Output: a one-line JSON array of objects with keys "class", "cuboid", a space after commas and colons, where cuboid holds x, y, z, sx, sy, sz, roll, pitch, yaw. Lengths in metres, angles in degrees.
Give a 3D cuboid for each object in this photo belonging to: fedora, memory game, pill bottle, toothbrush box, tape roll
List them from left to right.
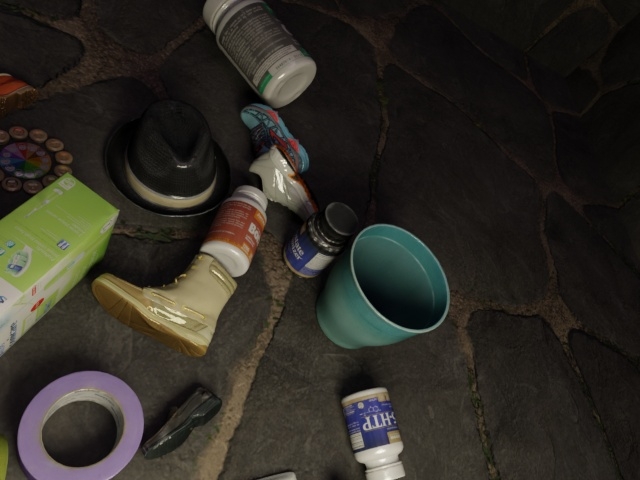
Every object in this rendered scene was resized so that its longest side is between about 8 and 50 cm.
[{"class": "memory game", "cuboid": [-0.644, -0.178, 1.054, 0.186, 0.012, 0.186, 16, 53, -23]}, {"class": "toothbrush box", "cuboid": [-0.515, 0.044, 0.857, 0.122, 0.206, 0.283, 39, 46, -6]}, {"class": "tape roll", "cuboid": [-0.408, 0.327, 0.822, 0.189, 0.080, 0.189, 16, 53, -23]}, {"class": "fedora", "cuboid": [-0.353, -0.222, 1.153, 0.334, 0.152, 0.334, 12, 51, -15]}, {"class": "pill bottle", "cuboid": [-0.201, -0.029, 1.167, 0.121, 0.121, 0.216, 28, 49, -14]}, {"class": "pill bottle", "cuboid": [-0.196, -0.614, 1.508, 0.204, 0.204, 0.361, -32, 81, -42]}, {"class": "pill bottle", "cuboid": [0.000, 0.000, 1.211, 0.123, 0.219, 0.122, 17, 53, -23]}, {"class": "pill bottle", "cuboid": [0.121, 0.434, 1.072, 0.112, 0.112, 0.186, 2, 60, -32]}]

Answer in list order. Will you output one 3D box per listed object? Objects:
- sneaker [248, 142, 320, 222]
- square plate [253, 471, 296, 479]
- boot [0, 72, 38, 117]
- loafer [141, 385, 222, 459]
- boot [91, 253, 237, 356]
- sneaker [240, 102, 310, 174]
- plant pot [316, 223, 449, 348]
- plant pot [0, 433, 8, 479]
[{"class": "sneaker", "cuboid": [-0.096, -0.132, 1.336, 0.262, 0.121, 0.099, 58, 14, -14]}, {"class": "square plate", "cuboid": [-0.154, 0.610, 0.818, 0.344, 0.049, 0.347, 4, 58, -32]}, {"class": "boot", "cuboid": [-0.728, -0.324, 1.073, 0.085, 0.059, 0.158, 38, 39, -2]}, {"class": "loafer", "cuboid": [-0.271, 0.347, 0.921, 0.061, 0.062, 0.170, 36, 40, 23]}, {"class": "boot", "cuboid": [-0.319, 0.100, 1.021, 0.262, 0.095, 0.203, 33, 48, -13]}, {"class": "sneaker", "cuboid": [-0.149, -0.288, 1.389, 0.262, 0.104, 0.125, 46, 49, 3]}, {"class": "plant pot", "cuboid": [0.126, 0.141, 1.175, 0.272, 0.255, 0.271, 17, 52, -23]}, {"class": "plant pot", "cuboid": [-0.587, 0.318, 0.613, 0.294, 0.275, 0.274, 21, 50, -39]}]
